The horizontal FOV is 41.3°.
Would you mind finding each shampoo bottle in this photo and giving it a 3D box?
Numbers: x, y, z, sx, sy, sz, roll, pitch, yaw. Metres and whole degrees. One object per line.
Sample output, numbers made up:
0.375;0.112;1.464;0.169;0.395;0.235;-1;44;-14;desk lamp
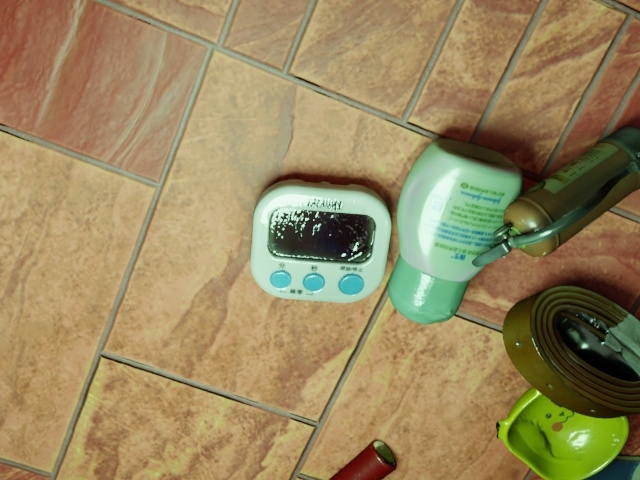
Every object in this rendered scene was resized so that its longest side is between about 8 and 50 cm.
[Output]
0.234;-0.004;1.589;0.222;0.151;0.349;9;113;-19;shampoo bottle

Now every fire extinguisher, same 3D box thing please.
0.435;-0.078;1.478;0.376;0.200;0.113;-34;72;-15;fire extinguisher

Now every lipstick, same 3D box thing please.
0.059;0.535;1.858;0.080;0.080;0.241;41;106;-17;lipstick

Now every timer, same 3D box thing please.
0.000;0.000;1.618;0.262;0.087;0.237;5;114;-4;timer

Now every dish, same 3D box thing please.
0.498;0.378;1.787;0.262;0.108;0.221;32;109;-15;dish

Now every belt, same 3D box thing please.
0.526;0.222;1.664;0.339;0.122;0.217;29;67;-7;belt

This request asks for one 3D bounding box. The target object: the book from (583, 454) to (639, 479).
0.722;0.619;1.936;0.428;0.039;0.300;3;113;-4;book
